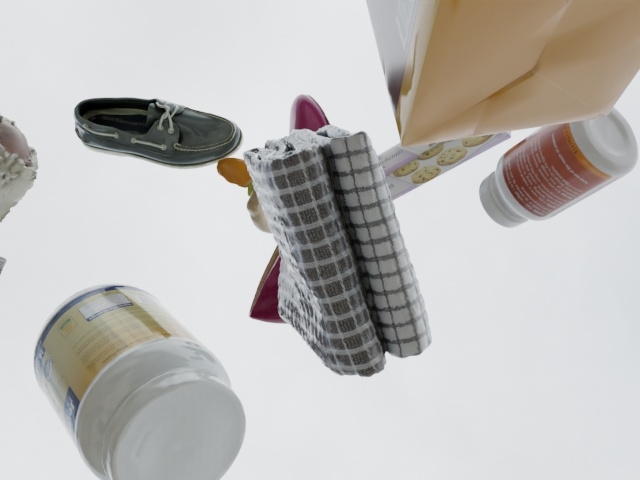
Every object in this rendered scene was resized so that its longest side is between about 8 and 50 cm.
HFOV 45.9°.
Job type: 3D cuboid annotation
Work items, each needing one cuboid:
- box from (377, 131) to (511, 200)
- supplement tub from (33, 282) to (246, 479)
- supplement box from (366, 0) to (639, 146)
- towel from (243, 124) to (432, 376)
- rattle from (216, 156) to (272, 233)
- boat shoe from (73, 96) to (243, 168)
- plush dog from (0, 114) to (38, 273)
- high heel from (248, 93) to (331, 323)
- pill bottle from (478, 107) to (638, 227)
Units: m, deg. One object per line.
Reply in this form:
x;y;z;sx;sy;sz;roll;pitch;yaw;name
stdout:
0.170;-0.139;1.286;0.324;0.067;0.063;-27;-138;35;box
-0.268;0.218;1.106;0.316;0.228;0.228;30;-81;50;supplement tub
0.095;-0.186;0.398;0.129;0.191;0.194;-9;-111;-4;supplement box
0.000;0.000;0.819;0.121;0.284;0.235;-22;-78;-10;towel
-0.101;-0.067;1.453;0.143;0.200;0.130;3;-108;28;rattle
-0.307;-0.211;1.417;0.319;0.099;0.116;5;-115;3;boat shoe
-0.448;-0.044;0.738;0.225;0.262;0.210;34;-59;13;plush dog
-0.051;-0.059;1.196;0.181;0.127;0.377;-7;-110;-14;high heel
0.333;-0.102;1.089;0.216;0.121;0.121;-38;-114;51;pill bottle
